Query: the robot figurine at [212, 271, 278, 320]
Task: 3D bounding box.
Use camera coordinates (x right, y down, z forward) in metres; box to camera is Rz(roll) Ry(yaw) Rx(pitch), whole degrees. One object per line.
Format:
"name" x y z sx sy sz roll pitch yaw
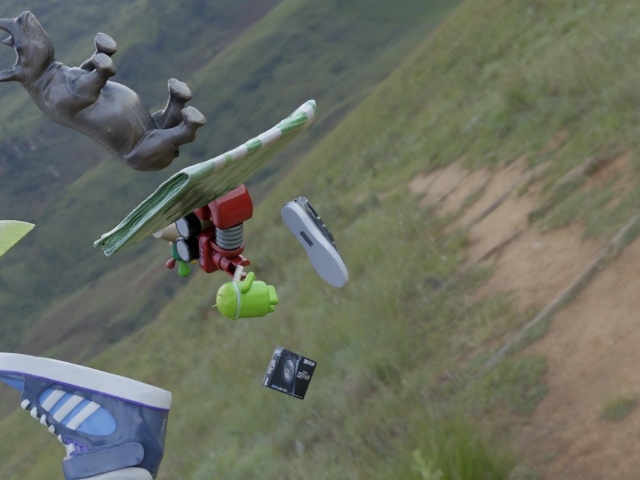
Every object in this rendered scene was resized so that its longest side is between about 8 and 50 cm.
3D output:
"robot figurine" -0.137 0.107 1.654 0.101 0.115 0.067 117 143 -46

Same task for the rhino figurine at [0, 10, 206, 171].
"rhino figurine" -0.245 -0.157 0.961 0.106 0.243 0.073 -52 12 30

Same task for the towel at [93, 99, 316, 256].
"towel" -0.157 -0.094 1.329 0.248 0.038 0.325 -34 1 41

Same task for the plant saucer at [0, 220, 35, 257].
"plant saucer" -0.548 0.045 1.387 0.188 0.045 0.188 -31 16 31

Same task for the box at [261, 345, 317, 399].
"box" -0.049 0.213 1.464 0.018 0.083 0.067 12 77 47

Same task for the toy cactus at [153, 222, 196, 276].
"toy cactus" -0.339 -0.026 2.176 0.180 0.112 0.219 4 -76 -63

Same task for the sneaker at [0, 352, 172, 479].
"sneaker" -0.418 0.328 1.513 0.130 0.323 0.236 77 -153 -80

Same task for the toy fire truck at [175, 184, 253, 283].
"toy fire truck" -0.192 -0.002 1.816 0.158 0.217 0.246 -24 45 -34

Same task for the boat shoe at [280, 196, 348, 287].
"boat shoe" 0.000 0.000 1.287 0.049 0.142 0.040 -28 9 48
